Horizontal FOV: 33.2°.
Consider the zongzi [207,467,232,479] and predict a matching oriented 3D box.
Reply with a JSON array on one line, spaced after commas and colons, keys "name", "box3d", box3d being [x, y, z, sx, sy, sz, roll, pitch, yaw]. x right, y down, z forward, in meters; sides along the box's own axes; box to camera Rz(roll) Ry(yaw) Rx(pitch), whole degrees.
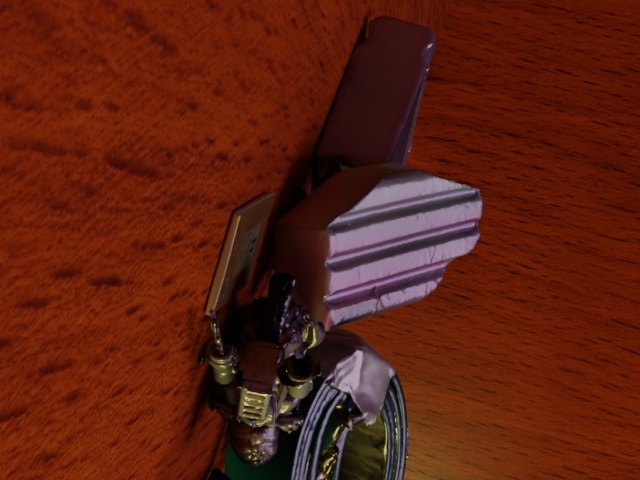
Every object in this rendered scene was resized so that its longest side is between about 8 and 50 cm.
[{"name": "zongzi", "box3d": [-0.139, 0.448, 1.432, 0.384, 0.362, 0.319, -7, 125, -40]}]

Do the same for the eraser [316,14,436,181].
[{"name": "eraser", "box3d": [0.083, -0.157, 1.767, 0.359, 0.122, 0.272, 93, 16, -67]}]

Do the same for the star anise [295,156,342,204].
[{"name": "star anise", "box3d": [-0.005, 0.002, 1.569, 0.196, 0.111, 0.212, -56, 171, -45]}]

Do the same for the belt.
[{"name": "belt", "box3d": [-0.003, 0.354, 1.718, 0.300, 0.173, 0.436, -18, 120, -47]}]

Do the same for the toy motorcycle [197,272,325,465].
[{"name": "toy motorcycle", "box3d": [-0.067, 0.145, 1.255, 0.401, 0.134, 0.207, 101, 2, -69]}]

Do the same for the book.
[{"name": "book", "box3d": [-0.089, 0.011, 1.210, 0.172, 0.012, 0.118, -45, 153, -77]}]

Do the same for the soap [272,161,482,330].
[{"name": "soap", "box3d": [0.087, -0.008, 1.500, 0.324, 0.109, 0.192, -14, 111, -41]}]
